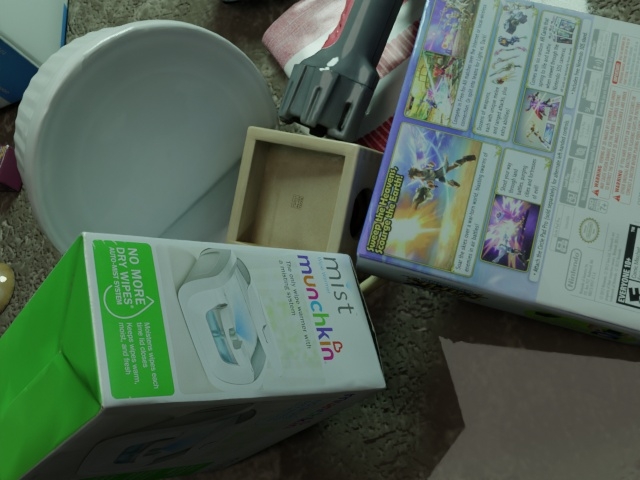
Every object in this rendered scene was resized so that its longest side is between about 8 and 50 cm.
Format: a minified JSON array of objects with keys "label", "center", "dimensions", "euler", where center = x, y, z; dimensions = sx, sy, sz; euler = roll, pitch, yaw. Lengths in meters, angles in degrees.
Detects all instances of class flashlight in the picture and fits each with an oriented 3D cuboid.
[{"label":"flashlight","center":[0.041,-0.256,0.737],"dimensions":[0.103,0.103,0.304],"euler":[23,93,-5]}]

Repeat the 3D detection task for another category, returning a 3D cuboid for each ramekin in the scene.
[{"label":"ramekin","center":[-0.184,-0.095,0.741],"dimensions":[0.127,0.273,0.273],"euler":[30,85,45]}]

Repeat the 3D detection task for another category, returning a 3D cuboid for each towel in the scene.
[{"label":"towel","center":[0.094,-0.198,0.772],"dimensions":[0.237,0.037,0.329],"euler":[-38,58,9]}]

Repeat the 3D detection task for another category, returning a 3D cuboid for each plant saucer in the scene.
[{"label":"plant saucer","center":[-0.441,0.066,0.940],"dimensions":[0.083,0.015,0.083],"euler":[-10,66,23]}]

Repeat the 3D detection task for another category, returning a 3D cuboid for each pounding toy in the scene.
[{"label":"pounding toy","center":[0.007,0.008,0.702],"dimensions":[0.181,0.094,0.206],"euler":[14,95,29]}]

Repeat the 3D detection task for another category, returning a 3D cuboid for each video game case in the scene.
[{"label":"video game case","center":[0.180,-0.072,0.610],"dimensions":[0.244,0.061,0.269],"euler":[15,75,5]}]

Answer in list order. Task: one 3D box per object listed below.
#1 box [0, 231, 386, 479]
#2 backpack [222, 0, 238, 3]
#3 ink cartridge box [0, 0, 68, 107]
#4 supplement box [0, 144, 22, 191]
[{"label":"box","center":[-0.124,0.109,0.582],"dimensions":[0.262,0.231,0.126],"euler":[-38,57,41]},{"label":"backpack","center":[-0.079,-0.375,0.884],"dimensions":[0.182,0.115,0.151],"euler":[-11,68,25]},{"label":"ink cartridge box","center":[-0.595,-0.327,1.086],"dimensions":[0.395,0.166,0.285],"euler":[-16,62,19]},{"label":"supplement box","center":[-0.459,-0.101,1.000],"dimensions":[0.083,0.043,0.055],"euler":[4,71,28]}]
